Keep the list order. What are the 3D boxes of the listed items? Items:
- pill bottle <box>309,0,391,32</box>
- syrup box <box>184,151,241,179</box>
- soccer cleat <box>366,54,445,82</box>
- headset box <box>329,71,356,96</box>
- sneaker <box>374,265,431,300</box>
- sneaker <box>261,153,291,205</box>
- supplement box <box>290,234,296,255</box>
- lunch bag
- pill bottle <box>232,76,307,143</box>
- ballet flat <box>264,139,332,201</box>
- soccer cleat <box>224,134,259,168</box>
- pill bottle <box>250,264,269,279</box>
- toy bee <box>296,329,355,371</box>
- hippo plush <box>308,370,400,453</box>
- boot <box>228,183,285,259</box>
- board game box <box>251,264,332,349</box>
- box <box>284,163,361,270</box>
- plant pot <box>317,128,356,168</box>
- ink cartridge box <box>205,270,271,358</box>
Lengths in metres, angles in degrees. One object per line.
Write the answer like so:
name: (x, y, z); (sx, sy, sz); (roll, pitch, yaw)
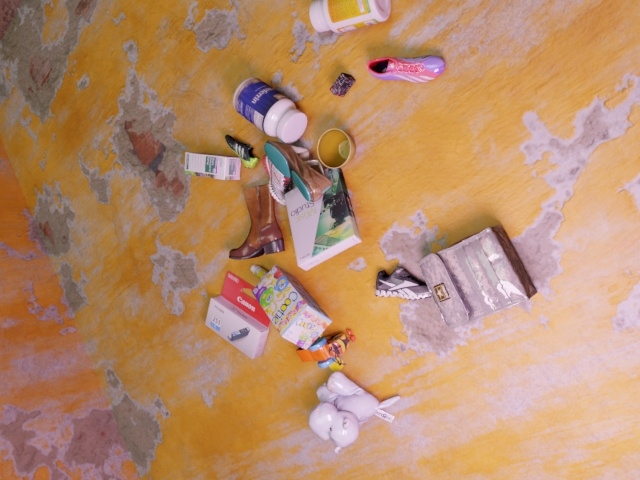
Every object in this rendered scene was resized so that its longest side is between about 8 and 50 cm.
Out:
pill bottle: (0.092, -0.760, 1.680); (0.246, 0.136, 0.136); (0, 96, 34)
syrup box: (-0.445, -0.308, 2.125); (0.237, 0.096, 0.093); (12, 103, 33)
soccer cleat: (0.264, -0.543, 1.620); (0.248, 0.095, 0.082); (11, 102, 32)
headset box: (0.074, -0.531, 1.769); (0.083, 0.062, 0.032); (-48, 70, 30)
sneaker: (0.281, 0.139, 1.710); (0.235, 0.078, 0.106); (0, 99, 36)
sneaker: (-0.148, -0.236, 1.941); (0.093, 0.088, 0.225); (-22, 84, 33)
supplement box: (0.000, 0.000, 1.860); (0.188, 0.104, 0.080); (-8, 98, 34)
lunch bag: (0.448, 0.116, 1.539); (0.287, 0.169, 0.235); (-30, 78, 32)
pill bottle: (-0.184, -0.475, 1.894); (0.265, 0.153, 0.153); (39, 116, 23)
ballet flat: (-0.071, -0.264, 1.822); (0.342, 0.124, 0.116); (47, 156, 39)
soccer cleat: (-0.312, -0.366, 2.057); (0.072, 0.060, 0.179); (-44, 78, 20)
pill bottle: (-0.242, 0.131, 2.079); (0.083, 0.043, 0.043); (31, 112, 27)
toy bee: (0.047, 0.395, 1.878); (0.298, 0.162, 0.195); (15, 128, 49)
hippo plush: (0.082, 0.632, 1.789); (0.295, 0.236, 0.234); (21, 122, 18)
boot: (-0.278, -0.071, 2.046); (0.264, 0.096, 0.280); (-14, 88, 35)
board game box: (-0.109, 0.238, 1.861); (0.142, 0.144, 0.275); (-49, 41, 3)
box: (0.001, -0.083, 1.777); (0.232, 0.058, 0.321); (-30, 53, 22)
plant pot: (0.070, -0.316, 1.780); (0.134, 0.095, 0.134); (5, 98, 33)
ink cartridge box: (-0.339, 0.307, 2.155); (0.297, 0.066, 0.260); (28, 112, 28)
